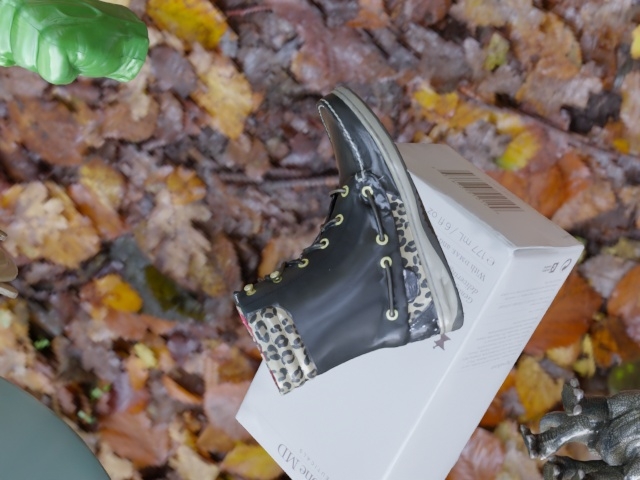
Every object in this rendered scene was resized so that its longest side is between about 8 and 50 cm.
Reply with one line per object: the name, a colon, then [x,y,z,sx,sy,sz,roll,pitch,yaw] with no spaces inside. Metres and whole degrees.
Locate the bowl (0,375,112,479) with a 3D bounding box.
bowl: [-0.280,0.235,0.646,0.311,0.163,0.311,3,109,8]

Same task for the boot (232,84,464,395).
boot: [0.001,0.001,0.928,0.179,0.085,0.236,-24,86,-6]

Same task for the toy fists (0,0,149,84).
toy fists: [-0.305,-0.237,1.132,0.279,0.142,0.096,40,114,41]

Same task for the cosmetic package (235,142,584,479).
cosmetic package: [0.086,0.107,1.181,0.217,0.156,0.385,40,116,32]

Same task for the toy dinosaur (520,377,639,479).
toy dinosaur: [0.269,0.170,0.915,0.160,0.121,0.313,-1,155,-8]

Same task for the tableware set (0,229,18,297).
tableware set: [-0.292,-0.008,0.700,0.194,0.128,0.039,29,98,-26]
